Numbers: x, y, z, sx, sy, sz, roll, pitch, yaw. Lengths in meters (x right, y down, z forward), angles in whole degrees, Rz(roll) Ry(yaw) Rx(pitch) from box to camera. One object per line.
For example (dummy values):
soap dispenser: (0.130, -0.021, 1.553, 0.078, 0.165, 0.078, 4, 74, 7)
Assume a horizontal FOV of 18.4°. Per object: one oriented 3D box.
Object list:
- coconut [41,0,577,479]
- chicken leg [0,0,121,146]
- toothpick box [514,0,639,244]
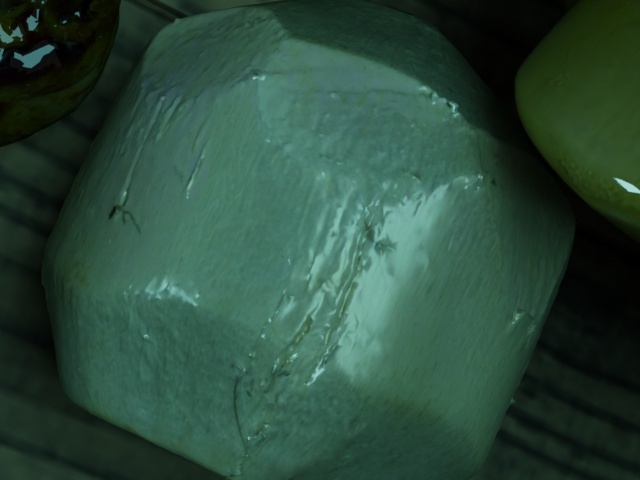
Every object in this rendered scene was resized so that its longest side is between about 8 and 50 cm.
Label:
coconut: (0.001, 0.000, 0.628, 0.161, 0.161, 0.162, 26, 86, -22)
chicken leg: (-0.146, -0.056, 0.617, 0.178, 0.070, 0.093, -24, 124, -11)
toothpick box: (0.292, -0.098, 0.625, 0.409, 0.409, 0.425, 41, 89, -18)
